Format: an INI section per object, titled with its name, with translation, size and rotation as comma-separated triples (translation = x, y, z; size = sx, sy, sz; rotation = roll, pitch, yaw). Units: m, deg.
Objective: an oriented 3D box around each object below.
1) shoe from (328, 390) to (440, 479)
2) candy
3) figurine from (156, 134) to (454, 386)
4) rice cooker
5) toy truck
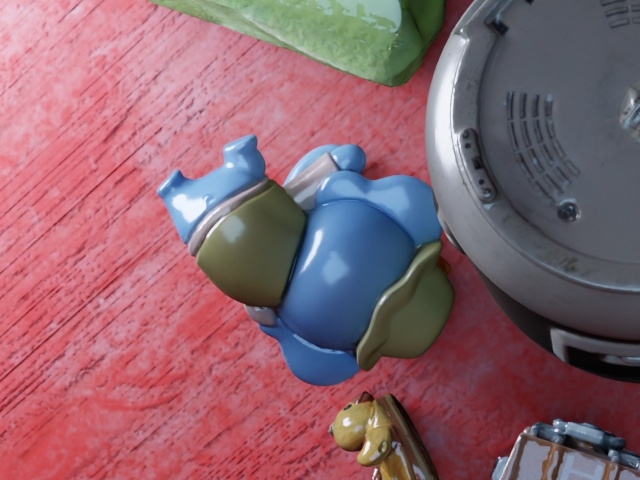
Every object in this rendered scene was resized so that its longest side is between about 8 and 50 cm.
[shoe]
translation = 0.055, 0.186, 1.430
size = 0.069, 0.072, 0.109
rotation = -35, 86, 5
[candy]
translation = -0.055, -0.243, 1.405
size = 0.343, 0.132, 0.142
rotation = 20, 106, 9
[figurine]
translation = -0.001, 0.002, 1.392
size = 0.262, 0.154, 0.180
rotation = 44, 74, -7
[rice cooker]
translation = 0.248, -0.052, 1.258
size = 0.335, 0.325, 0.335
rotation = -3, 76, 12
[toy truck]
translation = 0.191, 0.223, 1.293
size = 0.136, 0.305, 0.162
rotation = 17, 88, 10
